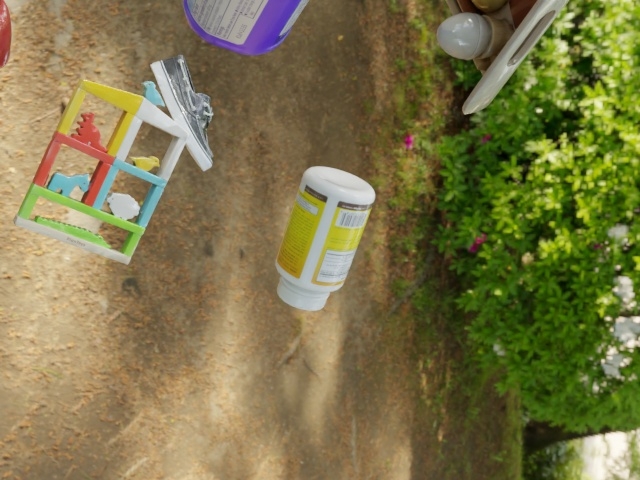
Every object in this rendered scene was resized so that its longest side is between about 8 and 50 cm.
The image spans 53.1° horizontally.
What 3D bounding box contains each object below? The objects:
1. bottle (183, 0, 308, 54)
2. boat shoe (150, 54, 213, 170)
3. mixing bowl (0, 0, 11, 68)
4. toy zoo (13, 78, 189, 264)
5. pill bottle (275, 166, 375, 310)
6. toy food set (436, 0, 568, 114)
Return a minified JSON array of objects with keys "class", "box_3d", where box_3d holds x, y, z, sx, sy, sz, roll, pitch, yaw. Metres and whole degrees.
[{"class":"bottle","box_3d":[-0.022,-0.216,0.398,0.092,0.283,0.118,15,81,-17]},{"class":"boat shoe","box_3d":[-0.310,-0.315,1.553,0.108,0.102,0.301,87,-22,-74]},{"class":"mixing bowl","box_3d":[-0.608,-0.389,1.099,0.181,0.098,0.181,30,40,-30]},{"class":"toy zoo","box_3d":[-0.340,-0.126,1.039,0.192,0.030,0.293,24,91,-35]},{"class":"pill bottle","box_3d":[0.000,0.000,1.013,0.117,0.117,0.214,-10,126,-51]},{"class":"toy food set","box_3d":[0.161,-0.322,0.686,0.093,0.219,0.306,-7,64,-21]}]
